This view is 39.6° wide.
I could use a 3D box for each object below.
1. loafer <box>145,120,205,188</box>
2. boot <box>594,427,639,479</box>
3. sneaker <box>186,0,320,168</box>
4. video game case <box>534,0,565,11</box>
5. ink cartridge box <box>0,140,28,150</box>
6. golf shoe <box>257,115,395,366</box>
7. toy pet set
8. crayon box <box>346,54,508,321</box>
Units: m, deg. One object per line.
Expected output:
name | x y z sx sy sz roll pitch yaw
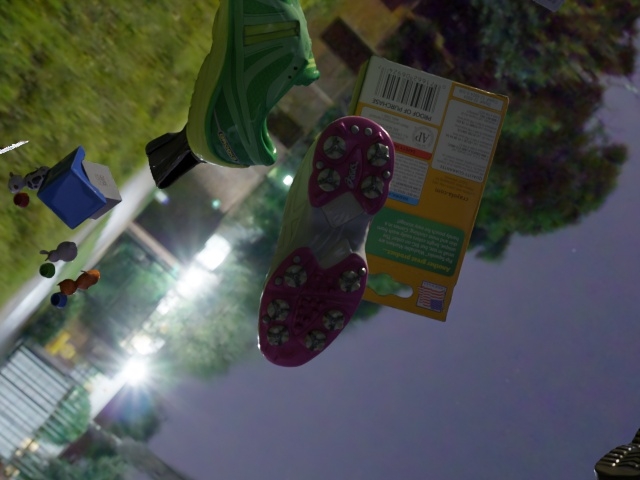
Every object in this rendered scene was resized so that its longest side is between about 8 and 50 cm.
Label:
loafer | -0.206 -0.159 1.537 0.096 0.084 0.267 4 165 -43
boot | 0.317 0.233 0.776 0.198 0.137 0.077 -14 -176 -32
sneaker | -0.052 -0.216 0.941 0.109 0.123 0.295 -70 177 -73
video game case | 0.177 -0.236 0.681 0.011 0.087 0.122 -67 -172 -30
ink cartridge box | -0.445 -0.083 0.974 0.232 0.066 0.189 -30 -166 -10
golf shoe | 0.000 0.000 1.062 0.140 0.115 0.306 -137 -113 -74
toy pet set | -0.234 -0.020 0.782 0.114 0.122 0.065 -33 163 19
crayon box | 0.115 -0.070 1.241 0.083 0.203 0.323 -174 -80 -82
